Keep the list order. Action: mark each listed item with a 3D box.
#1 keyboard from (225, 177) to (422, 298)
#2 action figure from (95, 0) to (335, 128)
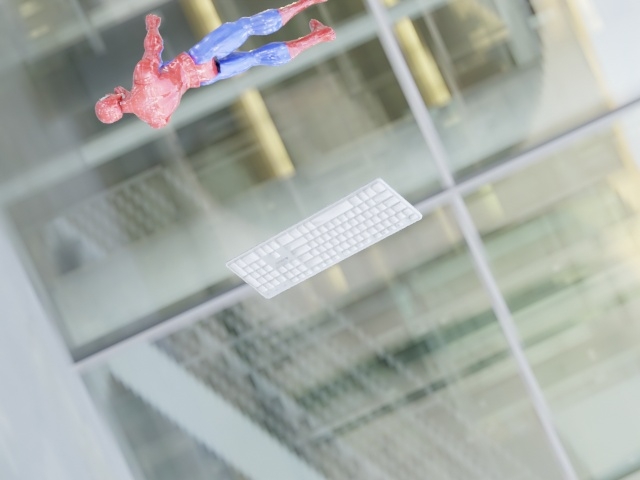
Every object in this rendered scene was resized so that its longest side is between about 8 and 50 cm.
[{"bbox_3d":[0.000,0.000,1.969,0.072,0.256,0.014,35,46,-29],"label":"keyboard"},{"bbox_3d":[-0.138,-0.208,1.908,0.139,0.280,0.091,36,-32,45],"label":"action figure"}]
